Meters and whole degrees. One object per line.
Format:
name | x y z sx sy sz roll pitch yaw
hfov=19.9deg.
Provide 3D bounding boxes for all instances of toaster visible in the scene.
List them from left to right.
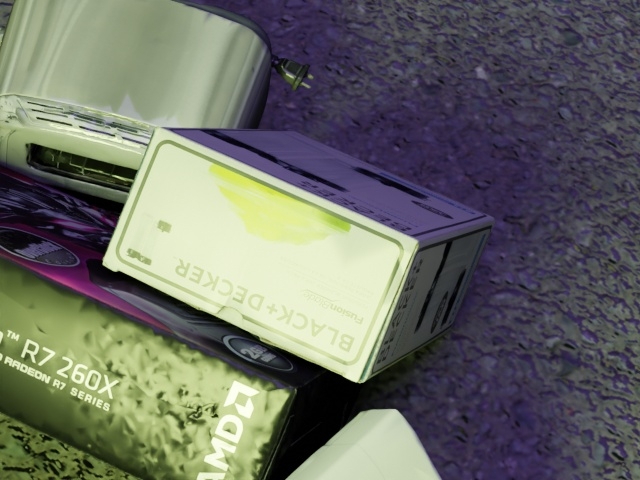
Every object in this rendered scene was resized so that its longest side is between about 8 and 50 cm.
toaster | -0.130 -0.086 1.274 0.227 0.129 0.146 15 53 0

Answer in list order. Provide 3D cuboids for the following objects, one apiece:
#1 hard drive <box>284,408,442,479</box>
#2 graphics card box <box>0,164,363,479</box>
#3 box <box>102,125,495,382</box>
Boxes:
hard drive | -0.027 0.283 0.938 0.353 0.047 0.233 -39 108 -34
graphics card box | -0.164 0.036 1.107 0.371 0.094 0.233 25 9 11
box | 0.000 0.000 1.135 0.169 0.087 0.290 24 9 13
